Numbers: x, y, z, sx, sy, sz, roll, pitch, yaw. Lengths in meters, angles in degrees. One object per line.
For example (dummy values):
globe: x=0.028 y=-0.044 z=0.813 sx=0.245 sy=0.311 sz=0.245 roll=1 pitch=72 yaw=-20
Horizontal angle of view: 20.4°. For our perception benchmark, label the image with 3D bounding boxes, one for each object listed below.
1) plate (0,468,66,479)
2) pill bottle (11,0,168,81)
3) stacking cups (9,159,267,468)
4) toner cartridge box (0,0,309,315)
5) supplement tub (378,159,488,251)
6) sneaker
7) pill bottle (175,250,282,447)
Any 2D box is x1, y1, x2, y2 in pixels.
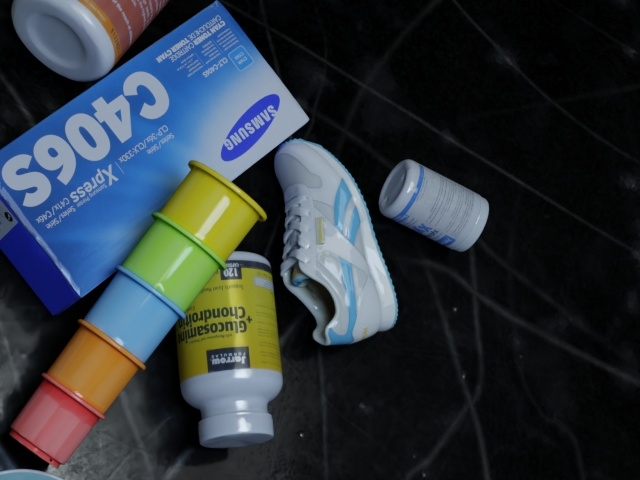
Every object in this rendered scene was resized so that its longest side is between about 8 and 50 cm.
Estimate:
plate: x=-0.278 y=0.307 z=1.657 sx=0.188 sy=0.024 sz=0.188 roll=11 pitch=68 yaw=-27
pill bottle: x=-0.212 y=-0.275 z=1.842 sx=0.121 sy=0.121 sz=0.216 roll=42 pitch=58 yaw=-11
stacking cups: x=-0.178 y=0.076 z=1.712 sx=0.096 sy=0.096 sz=0.316 roll=37 pitch=83 yaw=-14
toner cartridge box: x=-0.185 y=-0.090 z=1.819 sx=0.348 sy=0.075 sz=0.165 roll=-41 pitch=96 yaw=-34
supplement tub: x=0.125 y=-0.039 z=1.982 sx=0.107 sy=0.071 sz=0.071 roll=26 pitch=62 yaw=-19
sneaker: x=0.000 y=0.000 z=1.888 sx=0.092 sy=0.087 sz=0.229 roll=-19 pitch=81 yaw=-31
pill bottle: x=-0.092 y=0.110 z=1.785 sx=0.103 sy=0.103 sz=0.184 roll=3 pitch=71 yaw=-29
